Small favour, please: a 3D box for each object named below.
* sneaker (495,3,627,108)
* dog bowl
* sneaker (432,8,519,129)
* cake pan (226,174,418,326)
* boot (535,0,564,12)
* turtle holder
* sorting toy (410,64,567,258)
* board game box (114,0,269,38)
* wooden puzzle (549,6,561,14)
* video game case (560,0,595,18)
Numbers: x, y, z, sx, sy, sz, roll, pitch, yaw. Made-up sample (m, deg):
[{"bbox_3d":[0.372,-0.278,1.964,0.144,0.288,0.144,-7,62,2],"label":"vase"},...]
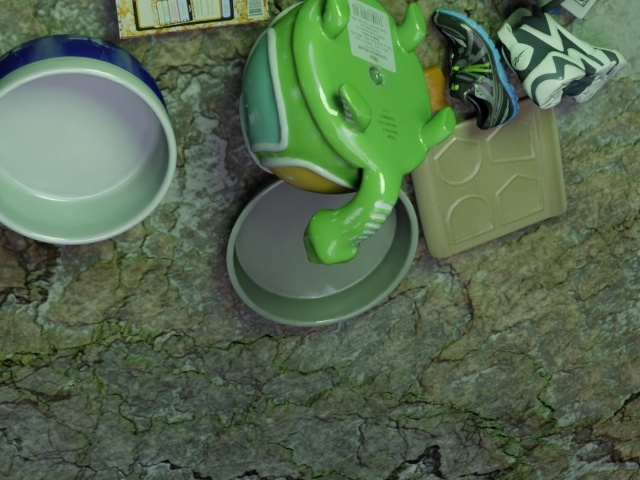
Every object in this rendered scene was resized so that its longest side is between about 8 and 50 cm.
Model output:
[{"bbox_3d":[0.324,-0.269,1.563,0.235,0.153,0.094,-22,161,-45],"label":"sneaker"},{"bbox_3d":[-0.325,-0.130,1.469,0.264,0.104,0.265,-7,127,-10],"label":"dog bowl"},{"bbox_3d":[0.205,-0.233,1.540,0.078,0.067,0.188,-35,111,-8],"label":"sneaker"},{"bbox_3d":[0.000,0.000,1.683,0.293,0.054,0.293,-7,126,-10],"label":"cake pan"},{"bbox_3d":[0.221,-0.366,1.392,0.338,0.118,0.223,-37,100,13],"label":"boot"},{"bbox_3d":[0.026,-0.152,1.442,0.227,0.243,0.320,-23,96,39],"label":"turtle holder"},{"bbox_3d":[0.240,-0.136,1.667,0.229,0.041,0.307,-18,121,-6],"label":"sorting toy"},{"bbox_3d":[-0.165,-0.337,1.402,0.193,0.045,0.147,-8,127,-10],"label":"board game box"},{"bbox_3d":[0.361,-0.359,1.552,0.078,0.014,0.116,14,120,-23],"label":"wooden puzzle"},{"bbox_3d":[0.344,-0.422,1.484,0.183,0.023,0.201,27,108,-30],"label":"video game case"}]
